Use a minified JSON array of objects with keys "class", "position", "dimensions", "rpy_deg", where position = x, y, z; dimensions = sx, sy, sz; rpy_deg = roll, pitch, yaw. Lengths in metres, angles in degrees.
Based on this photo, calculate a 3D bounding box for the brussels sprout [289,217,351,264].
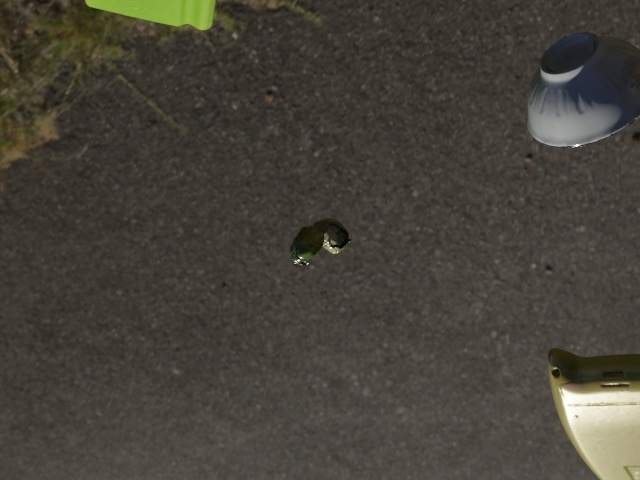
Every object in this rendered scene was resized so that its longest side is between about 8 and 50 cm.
[{"class":"brussels sprout","position":[-0.001,-0.001,1.120],"dimensions":[0.046,0.083,0.051],"rpy_deg":[15,117,46]}]

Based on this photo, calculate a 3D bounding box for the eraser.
[{"class":"eraser","position":[-0.245,-0.406,1.281],"dimensions":[0.210,0.092,0.274],"rpy_deg":[10,170,-11]}]

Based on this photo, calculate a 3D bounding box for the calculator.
[{"class":"calculator","position":[0.309,0.186,0.830],"dimensions":[0.157,0.033,0.236],"rpy_deg":[-11,127,36]}]

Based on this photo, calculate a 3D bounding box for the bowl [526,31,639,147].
[{"class":"bowl","position":[0.347,-0.220,1.180],"dimensions":[0.189,0.189,0.086],"rpy_deg":[-13,131,35]}]
